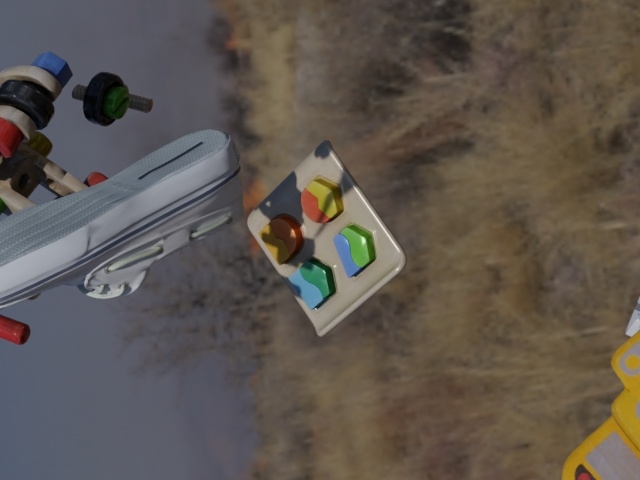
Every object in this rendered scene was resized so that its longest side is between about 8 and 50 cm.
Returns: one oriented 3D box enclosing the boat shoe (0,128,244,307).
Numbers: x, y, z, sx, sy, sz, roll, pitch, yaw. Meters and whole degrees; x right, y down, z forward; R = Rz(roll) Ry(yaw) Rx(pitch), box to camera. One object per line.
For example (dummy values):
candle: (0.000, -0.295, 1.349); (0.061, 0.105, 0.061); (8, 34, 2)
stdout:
boat shoe: (-0.141, 0.004, 0.871); (0.083, 0.226, 0.076); (26, 138, 54)

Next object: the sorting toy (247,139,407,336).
sorting toy: (0.000, 0.000, 1.730); (0.193, 0.038, 0.208); (-42, 72, 37)

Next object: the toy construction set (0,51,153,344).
toy construction set: (-0.371, -0.072, 1.363); (0.257, 0.237, 0.309); (34, -106, -73)

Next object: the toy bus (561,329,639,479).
toy bus: (0.247, 0.153, 0.775); (0.332, 0.130, 0.108); (34, -163, -54)

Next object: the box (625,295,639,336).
box: (0.478, 0.073, 1.605); (0.038, 0.145, 0.186); (-49, -24, -44)
